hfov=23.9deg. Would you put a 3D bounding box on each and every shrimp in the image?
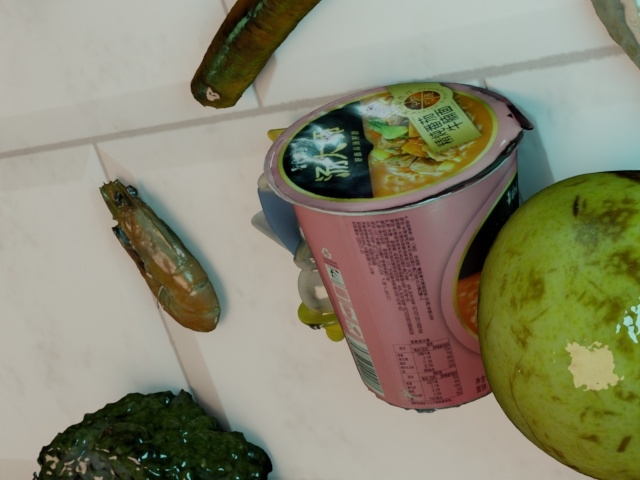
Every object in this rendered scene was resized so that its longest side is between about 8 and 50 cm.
[{"bbox_3d":[-0.195,0.022,1.776,0.217,0.051,0.115,53,139,-1],"label":"shrimp"}]

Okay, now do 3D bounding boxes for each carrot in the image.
[{"bbox_3d":[-0.055,-0.216,1.495,0.070,0.070,0.260,50,138,6],"label":"carrot"}]

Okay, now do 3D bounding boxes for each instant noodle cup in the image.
[{"bbox_3d":[0.091,0.011,1.410,0.244,0.244,0.255,11,130,37],"label":"instant noodle cup"}]

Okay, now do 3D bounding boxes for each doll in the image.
[{"bbox_3d":[0.000,0.000,1.553,0.135,0.099,0.241,-15,109,6],"label":"doll"}]

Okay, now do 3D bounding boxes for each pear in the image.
[{"bbox_3d":[0.263,0.064,1.245,0.284,0.283,0.283,21,127,31],"label":"pear"}]

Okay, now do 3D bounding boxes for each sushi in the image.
[{"bbox_3d":[-0.190,0.371,1.888,0.294,0.178,0.352,16,121,31],"label":"sushi"}]

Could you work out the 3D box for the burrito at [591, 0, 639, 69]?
[{"bbox_3d":[0.238,-0.229,1.233,0.082,0.059,0.275,-26,96,54],"label":"burrito"}]
